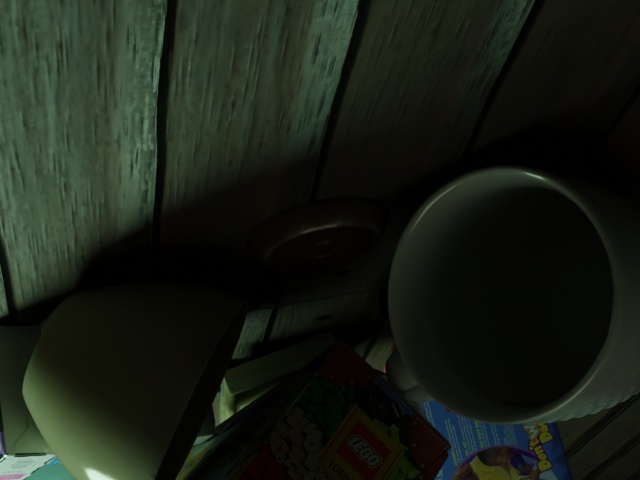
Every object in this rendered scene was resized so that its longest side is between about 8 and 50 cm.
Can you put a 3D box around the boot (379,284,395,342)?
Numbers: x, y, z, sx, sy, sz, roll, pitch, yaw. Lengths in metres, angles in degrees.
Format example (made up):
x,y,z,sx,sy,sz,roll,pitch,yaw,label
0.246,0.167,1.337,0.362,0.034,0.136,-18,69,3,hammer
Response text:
x,y,z,sx,sy,sz,roll,pitch,yaw,label
0.199,0.092,1.884,0.236,0.085,0.178,-7,161,2,boot

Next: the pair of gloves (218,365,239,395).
x,y,z,sx,sy,sz,roll,pitch,yaw,label
-0.197,0.212,2.032,0.198,0.023,0.159,-20,158,11,pair of gloves

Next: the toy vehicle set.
x,y,z,sx,sy,sz,roll,pitch,yaw,label
-0.065,0.220,2.070,0.166,0.035,0.267,-20,160,-13,toy vehicle set

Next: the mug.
x,y,z,sx,sy,sz,roll,pitch,yaw,label
0.241,0.090,1.630,0.374,0.276,0.328,-34,159,28,mug

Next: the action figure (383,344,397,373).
x,y,z,sx,sy,sz,roll,pitch,yaw,label
0.197,0.186,2.038,0.091,0.139,0.280,8,157,-42,action figure

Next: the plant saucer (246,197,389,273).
x,y,z,sx,sy,sz,roll,pitch,yaw,label
0.000,0.000,1.612,0.168,0.029,0.168,-11,158,-4,plant saucer

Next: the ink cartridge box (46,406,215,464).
x,y,z,sx,sy,sz,roll,pitch,yaw,label
-0.249,0.194,1.775,0.203,0.148,0.086,-4,163,-22,ink cartridge box

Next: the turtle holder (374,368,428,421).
x,y,z,sx,sy,sz,roll,pitch,yaw,label
0.059,0.319,1.956,0.227,0.320,0.243,-30,166,-42,turtle holder

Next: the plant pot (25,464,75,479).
x,y,z,sx,sy,sz,roll,pitch,yaw,label
-0.452,0.301,1.929,0.234,0.166,0.165,-27,156,12,plant pot

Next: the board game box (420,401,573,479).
x,y,z,sx,sy,sz,roll,pitch,yaw,label
0.264,0.353,2.210,0.233,0.347,0.078,-11,159,-4,board game box

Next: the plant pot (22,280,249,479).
x,y,z,sx,sy,sz,roll,pitch,yaw,label
-0.226,0.158,1.610,0.191,0.284,0.284,25,156,4,plant pot

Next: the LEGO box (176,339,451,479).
x,y,z,sx,sy,sz,roll,pitch,yaw,label
-0.123,0.384,1.691,0.500,0.193,0.372,-39,-172,49,LEGO box

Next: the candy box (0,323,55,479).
x,y,z,sx,sy,sz,roll,pitch,yaw,label
-0.400,0.215,1.721,0.070,0.165,0.196,3,153,-35,candy box
